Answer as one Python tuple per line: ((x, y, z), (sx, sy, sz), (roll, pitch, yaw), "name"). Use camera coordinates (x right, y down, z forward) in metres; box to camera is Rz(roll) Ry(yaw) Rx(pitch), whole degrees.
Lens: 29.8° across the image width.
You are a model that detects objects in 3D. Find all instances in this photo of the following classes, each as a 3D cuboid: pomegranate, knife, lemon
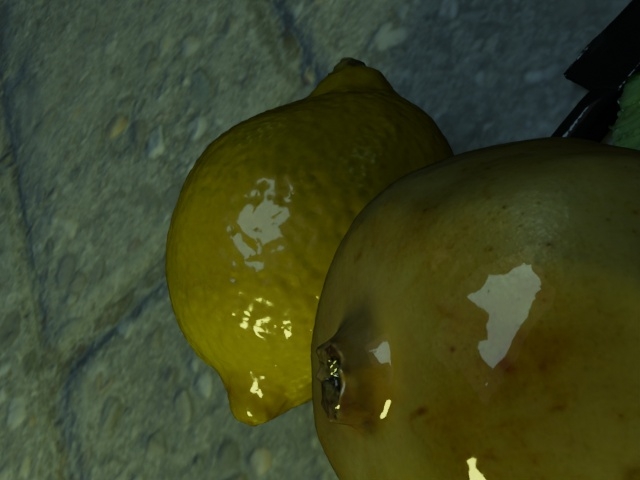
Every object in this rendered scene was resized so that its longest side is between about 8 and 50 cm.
((0.108, 0.059, 0.568), (0.233, 0.233, 0.233), (-25, 49, 32), "pomegranate")
((0.187, -0.116, 0.748), (0.230, 0.028, 0.060), (-51, 37, 1), "knife")
((0.000, 0.000, 0.735), (0.187, 0.187, 0.244), (-6, 56, 43), "lemon")

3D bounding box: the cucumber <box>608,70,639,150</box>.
((0.265, -0.098, 0.619), (0.244, 0.063, 0.115), (-34, 20, 28), "cucumber")
